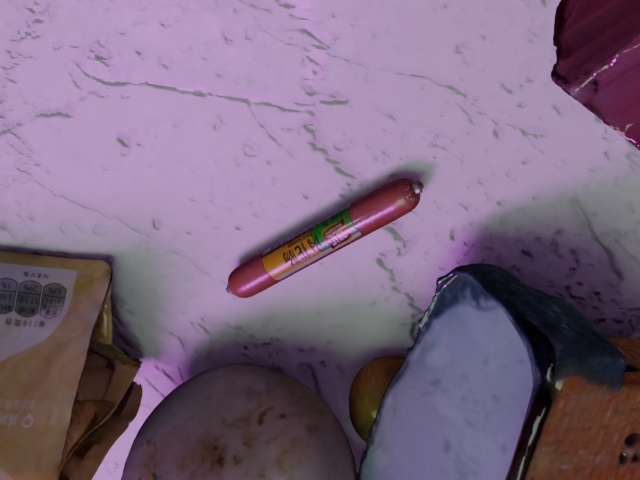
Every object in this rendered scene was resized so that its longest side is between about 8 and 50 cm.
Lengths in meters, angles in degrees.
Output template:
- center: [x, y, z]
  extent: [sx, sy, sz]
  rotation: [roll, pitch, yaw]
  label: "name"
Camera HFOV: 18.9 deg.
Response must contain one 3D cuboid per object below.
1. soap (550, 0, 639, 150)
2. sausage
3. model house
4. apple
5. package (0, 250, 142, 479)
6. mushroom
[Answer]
- center: [0.258, -0.175, 1.182]
  extent: [0.099, 0.162, 0.250]
  rotation: [37, 134, -19]
  label: "soap"
- center: [0.000, 0.000, 1.535]
  extent: [0.223, 0.029, 0.029]
  rotation: [-29, 120, 37]
  label: "sausage"
- center: [0.214, 0.157, 1.547]
  extent: [0.291, 0.184, 0.253]
  rotation: [3, 116, -29]
  label: "model house"
- center: [0.063, 0.141, 1.625]
  extent: [0.084, 0.071, 0.084]
  rotation: [9, 135, 9]
  label: "apple"
- center: [-0.323, 0.131, 1.679]
  extent: [0.311, 0.221, 0.165]
  rotation: [3, 155, 16]
  label: "package"
- center: [-0.047, 0.234, 1.657]
  extent: [0.243, 0.243, 0.243]
  rotation: [9, 135, 9]
  label: "mushroom"
